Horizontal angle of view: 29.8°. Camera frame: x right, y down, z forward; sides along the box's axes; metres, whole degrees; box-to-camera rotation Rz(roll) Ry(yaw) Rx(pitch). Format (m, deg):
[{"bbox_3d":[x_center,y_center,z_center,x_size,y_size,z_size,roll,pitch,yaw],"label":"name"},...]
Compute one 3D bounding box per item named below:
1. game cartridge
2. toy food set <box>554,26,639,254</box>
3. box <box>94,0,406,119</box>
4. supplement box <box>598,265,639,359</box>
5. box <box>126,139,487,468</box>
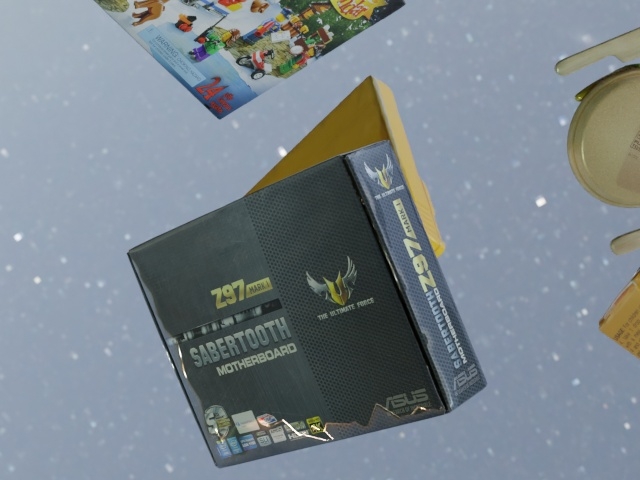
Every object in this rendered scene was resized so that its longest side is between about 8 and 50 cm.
[{"bbox_3d":[0.000,0.000,1.347,0.285,0.052,0.324,-42,-146,23],"label":"game cartridge"},{"bbox_3d":[0.277,-0.091,1.045,0.132,0.192,0.038,-20,-162,1],"label":"toy food set"},{"bbox_3d":[-0.058,-0.182,0.764,0.159,0.233,0.044,-30,-120,11],"label":"box"},{"bbox_3d":[0.318,0.091,0.845,0.078,0.233,0.080,-46,163,-27],"label":"supplement box"},{"bbox_3d":[-0.017,0.053,0.857,0.232,0.183,0.059,-20,-179,39],"label":"box"}]
